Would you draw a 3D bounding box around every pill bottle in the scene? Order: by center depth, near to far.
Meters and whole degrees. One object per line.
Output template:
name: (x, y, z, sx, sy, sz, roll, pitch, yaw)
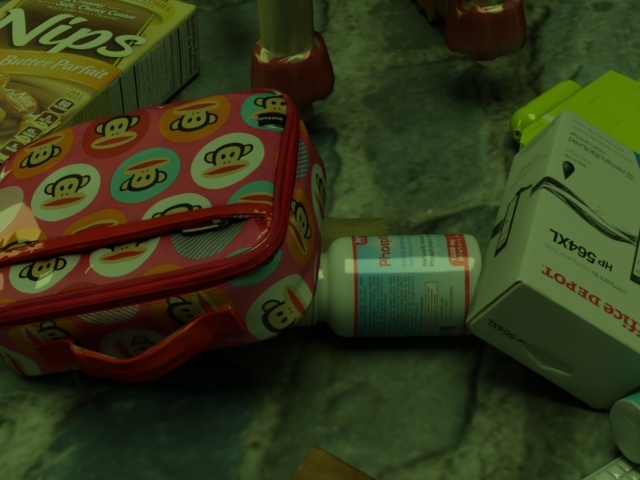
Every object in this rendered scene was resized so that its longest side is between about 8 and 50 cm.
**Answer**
pill bottle: (0.054, 0.039, 1.220, 0.160, 0.087, 0.087, -1, 40, -2)

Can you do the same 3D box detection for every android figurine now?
android figurine: (0.300, -0.083, 1.391, 0.248, 0.056, 0.273, 29, 47, 29)

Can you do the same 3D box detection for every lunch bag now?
lunch bag: (-0.145, 0.008, 1.187, 0.293, 0.120, 0.258, -11, 44, 16)

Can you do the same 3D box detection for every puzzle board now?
puzzle board: (0.000, 0.000, 1.301, 0.128, 0.011, 0.096, -2, 19, -2)

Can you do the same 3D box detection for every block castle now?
block castle: (0.013, -0.327, 1.564, 0.303, 0.213, 0.453, -15, 41, -12)

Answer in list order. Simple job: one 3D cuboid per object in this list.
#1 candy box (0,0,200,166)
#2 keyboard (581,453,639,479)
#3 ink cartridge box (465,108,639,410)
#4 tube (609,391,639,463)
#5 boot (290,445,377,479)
candy box: (-0.280, -0.152, 1.440, 0.182, 0.088, 0.316, 19, 44, 21)
keyboard: (0.246, 0.193, 1.099, 0.256, 0.014, 0.072, -25, 46, -27)
ink cartridge box: (0.221, 0.015, 1.190, 0.148, 0.086, 0.203, 30, 49, -12)
tube: (0.326, 0.123, 1.147, 0.207, 0.052, 0.080, -16, 43, -28)
boot: (0.109, 0.217, 1.016, 0.280, 0.096, 0.264, 20, 62, 28)
